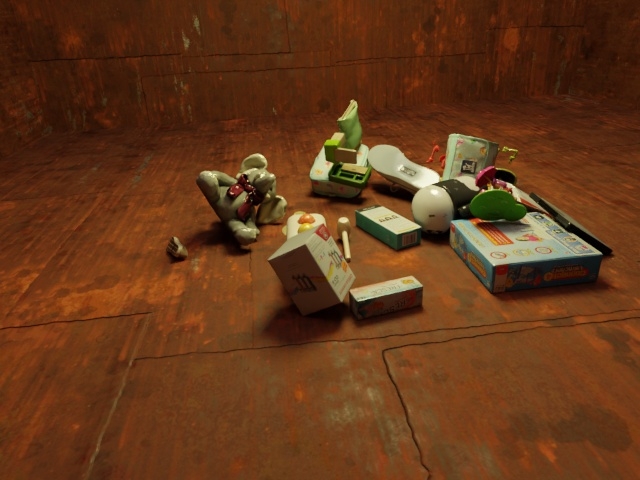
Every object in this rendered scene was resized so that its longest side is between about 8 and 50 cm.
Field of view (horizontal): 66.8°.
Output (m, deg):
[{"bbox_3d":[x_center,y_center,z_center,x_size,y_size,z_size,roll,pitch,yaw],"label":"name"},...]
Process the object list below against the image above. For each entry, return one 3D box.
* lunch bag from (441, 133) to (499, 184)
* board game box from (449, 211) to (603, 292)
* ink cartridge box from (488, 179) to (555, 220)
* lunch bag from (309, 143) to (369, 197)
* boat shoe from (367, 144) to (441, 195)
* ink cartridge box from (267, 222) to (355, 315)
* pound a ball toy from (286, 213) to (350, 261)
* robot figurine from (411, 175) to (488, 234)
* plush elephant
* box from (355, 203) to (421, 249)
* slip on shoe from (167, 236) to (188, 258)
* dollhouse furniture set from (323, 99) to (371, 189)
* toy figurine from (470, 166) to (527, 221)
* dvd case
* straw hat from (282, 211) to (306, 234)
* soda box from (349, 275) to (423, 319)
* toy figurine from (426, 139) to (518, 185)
[{"bbox_3d":[0.543,-0.275,1.813,0.160,0.224,0.262,18,13,37],"label":"lunch bag"},{"bbox_3d":[0.573,0.024,1.405,0.301,0.086,0.308,-6,25,-5],"label":"board game box"},{"bbox_3d":[0.715,-0.132,1.654,0.189,0.066,0.232,20,6,-33],"label":"ink cartridge box"},{"bbox_3d":[0.089,-0.295,2.038,0.223,0.108,0.279,10,50,15],"label":"lunch bag"},{"bbox_3d":[0.345,-0.258,1.965,0.367,0.156,0.136,34,76,35],"label":"boat shoe"},{"bbox_3d":[-0.018,0.074,1.228,0.127,0.176,0.128,-23,15,31],"label":"ink cartridge box"},{"bbox_3d":[0.000,0.000,1.467,0.208,0.136,0.319,-4,26,-1],"label":"pound a ball toy"},{"bbox_3d":[0.438,-0.116,1.626,0.278,0.209,0.174,-16,65,-26],"label":"robot figurine"},{"bbox_3d":[-0.247,-0.158,1.675,0.255,0.272,0.330,-36,8,-9],"label":"plush elephant"},{"bbox_3d":[0.222,-0.049,1.629,0.100,0.060,0.244,-15,28,-24],"label":"box"},{"bbox_3d":[-0.465,0.025,1.583,0.041,0.052,0.135,29,-2,-32],"label":"slip on shoe"},{"bbox_3d":[0.145,-0.382,1.902,0.151,0.198,0.302,14,52,19],"label":"dollhouse furniture set"},{"bbox_3d":[0.540,-0.154,1.488,0.173,0.130,0.159,16,50,-7],"label":"toy figurine"},{"bbox_3d":[0.773,-0.059,1.513,0.180,0.022,0.253,28,22,-16],"label":"dvd case"},{"bbox_3d":[-0.069,-0.069,1.706,0.144,0.061,0.144,-3,25,2],"label":"straw hat"},{"bbox_3d":[0.167,0.144,1.232,0.183,0.058,0.063,-11,27,-15],"label":"soda box"},{"bbox_3d":[0.648,-0.337,2.056,0.362,0.191,0.217,8,23,20],"label":"toy figurine"}]
